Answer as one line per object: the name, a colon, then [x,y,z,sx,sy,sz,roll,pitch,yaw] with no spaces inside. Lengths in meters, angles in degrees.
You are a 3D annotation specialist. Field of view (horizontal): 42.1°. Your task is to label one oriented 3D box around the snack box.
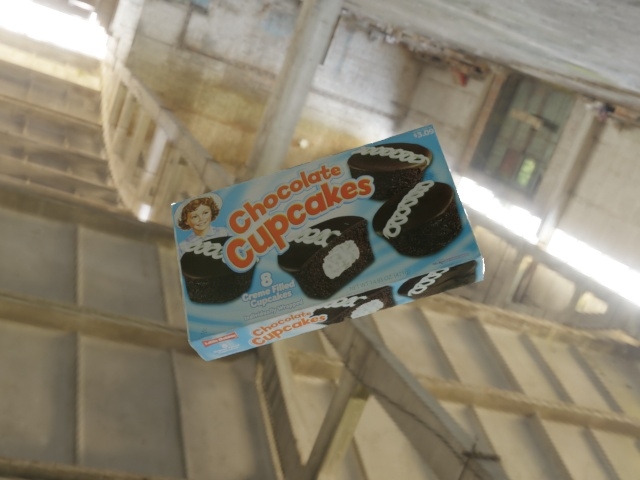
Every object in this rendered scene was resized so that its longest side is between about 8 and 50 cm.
snack box: [0.000,0.000,0.931,0.060,0.321,0.187,67,-173,-56]
